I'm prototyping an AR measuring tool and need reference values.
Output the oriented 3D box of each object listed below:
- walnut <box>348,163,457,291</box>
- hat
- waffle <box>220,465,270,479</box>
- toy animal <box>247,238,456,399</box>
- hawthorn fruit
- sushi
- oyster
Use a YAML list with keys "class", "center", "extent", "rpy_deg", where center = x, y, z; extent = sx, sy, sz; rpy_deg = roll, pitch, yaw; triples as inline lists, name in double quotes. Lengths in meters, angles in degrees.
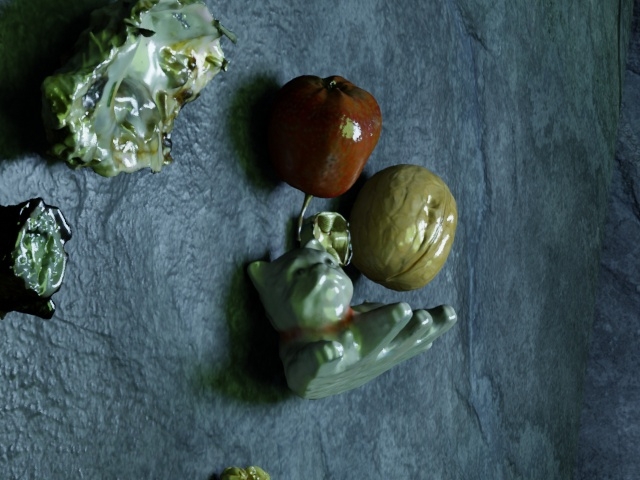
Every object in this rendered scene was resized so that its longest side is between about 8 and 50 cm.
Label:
- class: "walnut"
  center: [0.123, -0.022, 1.926]
  extent: [0.197, 0.165, 0.165]
  rpy_deg: [-61, 143, -30]
- class: "hat"
  center: [0.000, 0.000, 1.795]
  extent: [0.076, 0.059, 0.077]
  rpy_deg: [2, 83, -47]
- class: "waffle"
  center: [-0.106, 0.368, 1.612]
  extent: [0.161, 0.046, 0.192]
  rpy_deg: [61, 40, -44]
- class: "toy animal"
  center: [0.037, 0.096, 1.746]
  extent: [0.307, 0.188, 0.266]
  rpy_deg: [-28, 155, -30]
- class: "hawthorn fruit"
  center: [-0.003, -0.114, 1.706]
  extent: [0.162, 0.162, 0.204]
  rpy_deg: [-35, 144, -58]
- class: "sushi"
  center: [-0.286, 0.012, 1.203]
  extent: [0.098, 0.084, 0.094]
  rpy_deg: [67, 32, -47]
- class: "oyster"
  center: [-0.205, -0.174, 1.360]
  extent: [0.354, 0.107, 0.201]
  rpy_deg: [-21, 130, -74]
